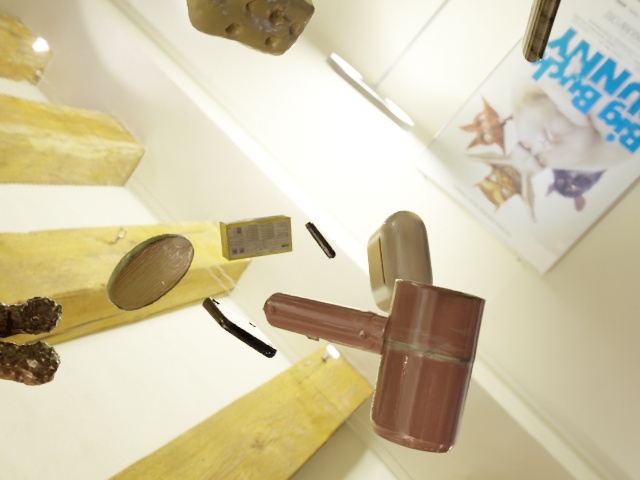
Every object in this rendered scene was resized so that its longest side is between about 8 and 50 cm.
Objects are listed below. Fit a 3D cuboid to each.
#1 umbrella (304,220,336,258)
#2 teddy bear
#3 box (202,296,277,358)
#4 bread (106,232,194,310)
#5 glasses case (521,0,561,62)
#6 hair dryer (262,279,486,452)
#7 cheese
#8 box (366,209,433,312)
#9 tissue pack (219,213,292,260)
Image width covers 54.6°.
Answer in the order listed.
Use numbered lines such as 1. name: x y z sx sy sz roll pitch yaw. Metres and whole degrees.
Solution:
1. umbrella: 0.000 0.000 1.838 0.031 0.036 0.133 -38 -86 -37
2. teddy bear: -0.579 0.108 1.025 0.296 0.222 0.246 4 -138 -25
3. box: -0.139 0.151 1.078 0.126 0.027 0.125 40 174 -31
4. bread: -0.442 0.078 1.614 0.040 0.267 0.267 43 -163 21
5. glasses case: 0.517 -0.547 1.417 0.060 0.114 0.299 6 158 9
6. hair dryer: 0.051 0.153 0.909 0.353 0.210 0.125 9 175 34
7. cheese: -0.136 -0.449 1.191 0.263 0.159 0.093 6 -134 -45
8. box: 0.237 0.073 1.911 0.141 0.288 0.349 -2 168 -9
9. tissue pack: -0.164 -0.010 1.586 0.176 0.095 0.062 -9 -167 -24
